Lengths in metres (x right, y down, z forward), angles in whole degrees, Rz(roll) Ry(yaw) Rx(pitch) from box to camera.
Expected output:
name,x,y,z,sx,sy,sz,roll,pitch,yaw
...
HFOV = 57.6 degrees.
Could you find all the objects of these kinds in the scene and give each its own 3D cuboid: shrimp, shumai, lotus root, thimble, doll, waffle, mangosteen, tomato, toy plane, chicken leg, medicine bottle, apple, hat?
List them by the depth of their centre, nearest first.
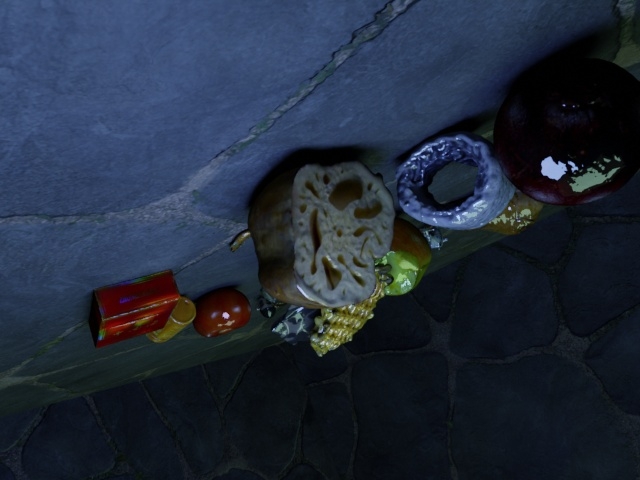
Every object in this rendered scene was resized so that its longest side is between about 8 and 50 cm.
name,x,y,z,sx,sy,sz,roll,pitch,yaw
mangosteen,0.492,-0.199,1.145,0.297,0.297,0.293,-21,127,-3
lotus root,0.000,0.000,1.203,0.316,0.316,0.250,-12,179,-37
thimble,0.302,-0.133,1.315,0.245,0.217,0.157,-8,172,32
shrimp,-0.182,-0.001,1.450,0.083,0.023,0.114,-14,161,-42
waffle,0.086,0.188,1.631,0.329,0.062,0.329,-39,152,-25
hat,0.037,0.134,1.683,0.381,0.257,0.366,-24,-150,45
medicine bottle,-0.466,0.244,1.798,0.096,0.096,0.192,-10,163,-42
apple,0.220,0.054,1.806,0.246,0.226,0.246,-48,167,-14
tomato,-0.323,0.232,1.892,0.195,0.136,0.195,-18,167,-4
chicken leg,0.551,-0.090,2.042,0.409,0.182,0.295,-12,-179,-7
toy plane,0.425,-0.012,2.149,0.181,0.107,0.273,-10,180,1
shumai,-0.160,0.204,2.151,0.098,0.087,0.124,-19,168,-20
doll,-0.209,0.254,2.299,0.102,0.089,0.179,-21,-170,-4

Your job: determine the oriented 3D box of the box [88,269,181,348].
name,x,y,z,sx,sy,sz,roll,pitch,yaw
box,-0.500,0.189,1.546,0.197,0.089,0.313,-14,164,-28
